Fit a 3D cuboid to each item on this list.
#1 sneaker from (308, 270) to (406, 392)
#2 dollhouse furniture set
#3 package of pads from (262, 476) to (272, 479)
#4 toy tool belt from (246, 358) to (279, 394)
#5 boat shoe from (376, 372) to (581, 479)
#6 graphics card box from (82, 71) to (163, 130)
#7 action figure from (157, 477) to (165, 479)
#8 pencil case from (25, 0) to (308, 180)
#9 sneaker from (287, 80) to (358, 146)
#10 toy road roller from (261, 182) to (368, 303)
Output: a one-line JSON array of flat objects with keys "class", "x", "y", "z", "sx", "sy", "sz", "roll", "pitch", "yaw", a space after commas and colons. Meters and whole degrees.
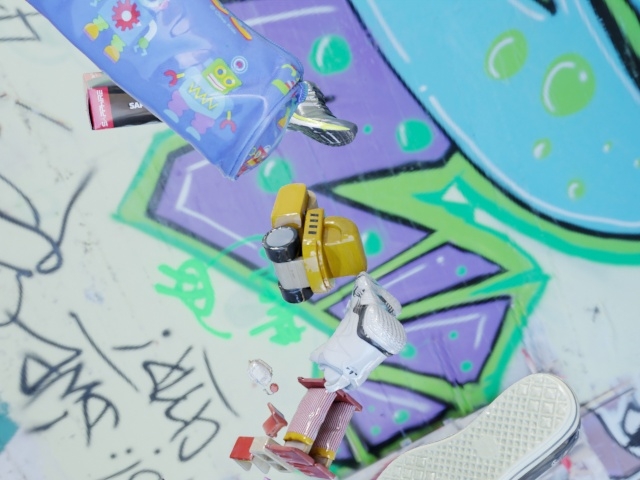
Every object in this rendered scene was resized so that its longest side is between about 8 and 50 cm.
[{"class": "sneaker", "x": 0.079, "y": 0.211, "z": 1.586, "sx": 0.137, "sy": 0.210, "sz": 0.366, "roll": 42, "pitch": -168, "yaw": -11}, {"class": "dollhouse furniture set", "x": -0.093, "y": 0.475, "z": 1.739, "sx": 0.374, "sy": 0.201, "sz": 0.152, "roll": -15, "pitch": 130, "yaw": 47}, {"class": "package of pads", "x": -0.104, "y": 0.474, "z": 1.230, "sx": 0.032, "sy": 0.083, "sz": 0.050, "roll": 31, "pitch": 165, "yaw": -12}, {"class": "toy tool belt", "x": -0.124, "y": 0.290, "z": 1.464, "sx": 0.083, "sy": 0.052, "sz": 0.051, "roll": 45, "pitch": 176, "yaw": -10}, {"class": "boat shoe", "x": 0.296, "y": 0.445, "z": 1.314, "sx": 0.156, "sy": 0.500, "sz": 0.186, "roll": 34, "pitch": -161, "yaw": -47}, {"class": "graphics card box", "x": -0.313, "y": -0.319, "z": 1.462, "sx": 0.233, "sy": 0.371, "sz": 0.094, "roll": -135, "pitch": 40, "yaw": -62}, {"class": "action figure", "x": -0.286, "y": 0.545, "z": 1.278, "sx": 0.285, "sy": 0.186, "sz": 0.099, "roll": 14, "pitch": 111, "yaw": 56}, {"class": "pencil case", "x": -0.146, "y": -0.197, "z": 0.620, "sx": 0.306, "sy": 0.133, "sz": 0.119, "roll": 42, "pitch": -164, "yaw": -6}, {"class": "sneaker", "x": -0.024, "y": -0.314, "z": 1.614, "sx": 0.300, "sy": 0.121, "sz": 0.111, "roll": 28, "pitch": 180, "yaw": 36}, {"class": "toy road roller", "x": 0.000, "y": 0.000, "z": 1.798, "sx": 0.329, "sy": 0.241, "sz": 0.202, "roll": -83, "pitch": -19, "yaw": -51}]
